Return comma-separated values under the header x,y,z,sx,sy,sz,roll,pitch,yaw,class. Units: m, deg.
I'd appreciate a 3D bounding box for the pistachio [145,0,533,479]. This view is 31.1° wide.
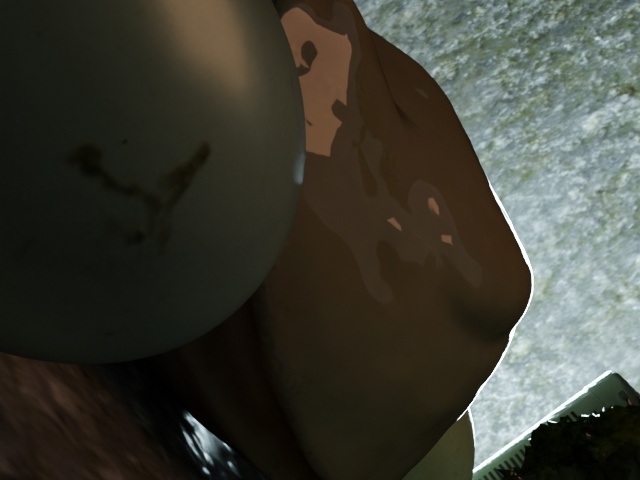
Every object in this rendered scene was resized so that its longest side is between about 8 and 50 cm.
x,y,z,sx,sy,sz,roll,pitch,yaw,class
0.000,0.000,0.841,0.445,0.281,0.365,58,32,-51,pistachio

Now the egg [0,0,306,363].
x,y,z,sx,sy,sz,roll,pitch,yaw,class
-0.119,-0.073,0.425,0.264,0.183,0.183,49,-1,3,egg

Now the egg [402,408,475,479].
x,y,z,sx,sy,sz,roll,pitch,yaw,class
0.063,0.191,1.206,0.253,0.188,0.188,60,0,2,egg

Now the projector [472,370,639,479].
x,y,z,sx,sy,sz,roll,pitch,yaw,class
0.216,0.281,1.260,0.108,0.337,0.108,54,-2,3,projector

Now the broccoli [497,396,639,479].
x,y,z,sx,sy,sz,roll,pitch,yaw,class
0.131,0.233,0.490,0.283,0.304,0.321,13,9,-38,broccoli
